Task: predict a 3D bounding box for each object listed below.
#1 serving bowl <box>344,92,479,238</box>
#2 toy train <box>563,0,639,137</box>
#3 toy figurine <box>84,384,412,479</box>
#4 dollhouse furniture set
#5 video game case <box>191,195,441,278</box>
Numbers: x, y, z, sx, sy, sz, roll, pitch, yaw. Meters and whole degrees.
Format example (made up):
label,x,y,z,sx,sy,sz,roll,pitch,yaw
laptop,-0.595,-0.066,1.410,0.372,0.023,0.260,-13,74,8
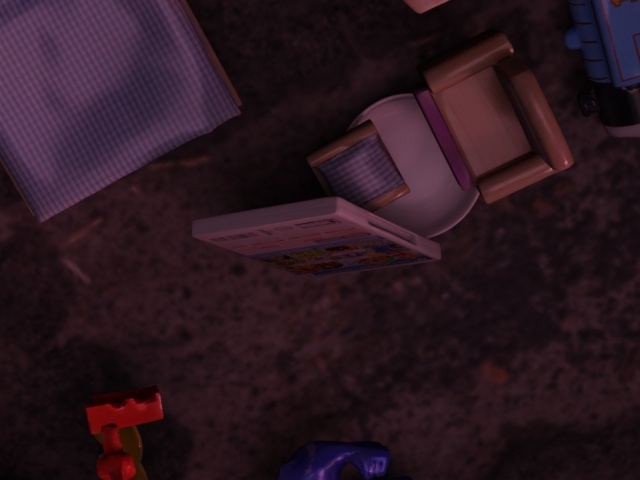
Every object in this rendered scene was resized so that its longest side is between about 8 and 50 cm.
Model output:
label,x,y,z,sx,sy,sz,roll,pitch,yaw
serving bowl,0.049,-0.043,0.959,0.083,0.027,0.083,-1,103,-3
toy train,0.177,-0.136,0.921,0.105,0.080,0.184,-15,112,8
toy figurine,0.007,0.244,0.978,0.217,0.191,0.362,-12,111,-8
dollhouse furniture set,-0.067,-0.089,0.826,0.303,0.198,0.286,-26,103,3
video game case,0.000,0.000,0.916,0.087,0.122,0.011,-9,74,28
